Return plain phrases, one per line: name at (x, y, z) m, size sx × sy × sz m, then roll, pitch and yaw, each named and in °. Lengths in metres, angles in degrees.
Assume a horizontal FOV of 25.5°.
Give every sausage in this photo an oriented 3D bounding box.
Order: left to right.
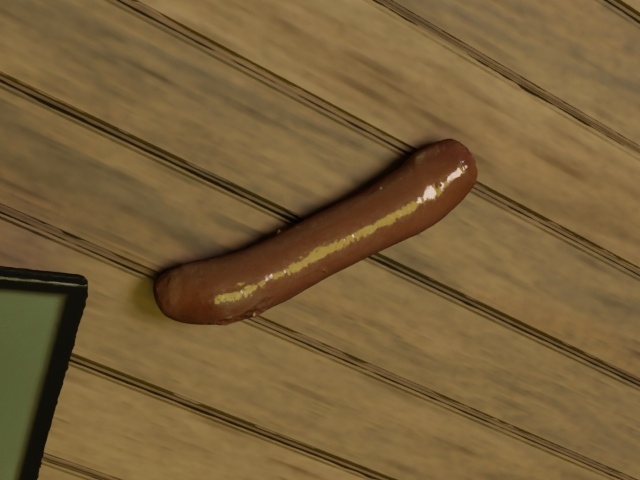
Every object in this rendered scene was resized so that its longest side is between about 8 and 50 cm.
sausage at (0.000, 0.000, 0.757) m, size 0.186 × 0.043 × 0.043 m, roll -26°, pitch 121°, yaw -4°

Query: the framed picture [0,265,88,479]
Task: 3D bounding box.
framed picture at (-0.295, 0.091, 0.683) m, size 0.324 × 0.013 × 0.244 m, roll 6°, pitch 130°, yaw -19°
